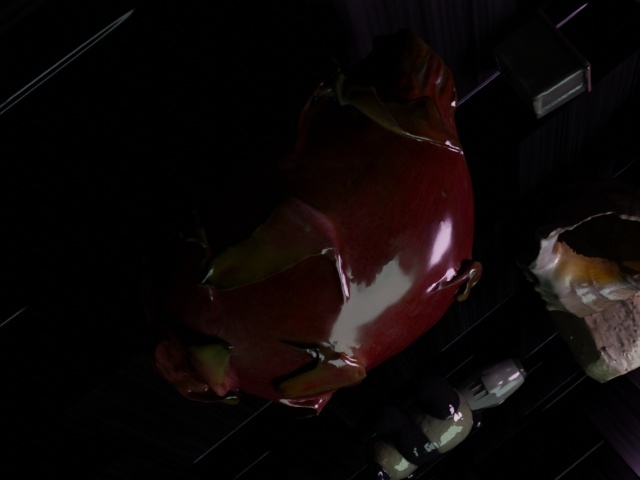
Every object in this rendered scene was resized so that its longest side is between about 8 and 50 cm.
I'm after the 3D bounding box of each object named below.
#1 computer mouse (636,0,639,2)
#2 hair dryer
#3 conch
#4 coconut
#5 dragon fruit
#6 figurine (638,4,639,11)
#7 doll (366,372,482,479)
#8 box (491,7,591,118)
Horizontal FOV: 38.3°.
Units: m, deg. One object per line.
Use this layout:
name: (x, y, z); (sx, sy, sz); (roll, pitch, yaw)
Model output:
computer mouse: (0.362, -0.296, 0.859); (0.232, 0.120, 0.057); (99, 14, -58)
hair dryer: (0.316, 0.345, 2.001); (0.229, 0.092, 0.267); (-25, 163, -14)
conch: (0.432, -0.008, 1.380); (0.324, 0.186, 0.263); (-22, 153, 28)
coconut: (0.560, 0.103, 1.681); (0.297, 0.254, 0.297); (-20, 166, -5)
dragon fruit: (0.003, -0.003, 0.715); (0.315, 0.250, 0.250); (-50, 161, -20)
figurine: (0.399, -0.278, 0.979); (0.077, 0.079, 0.136); (-31, 156, -24)
doll: (0.176, 0.350, 1.713); (0.234, 0.135, 0.143); (-37, 155, 4)
box: (0.214, -0.170, 0.898); (0.063, 0.084, 0.060); (-35, 158, 4)
